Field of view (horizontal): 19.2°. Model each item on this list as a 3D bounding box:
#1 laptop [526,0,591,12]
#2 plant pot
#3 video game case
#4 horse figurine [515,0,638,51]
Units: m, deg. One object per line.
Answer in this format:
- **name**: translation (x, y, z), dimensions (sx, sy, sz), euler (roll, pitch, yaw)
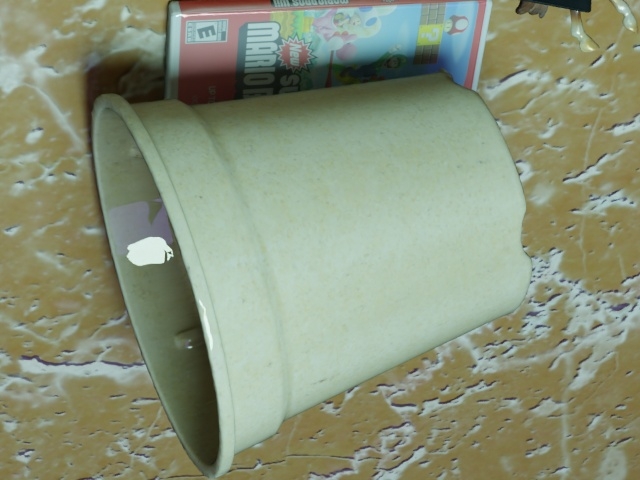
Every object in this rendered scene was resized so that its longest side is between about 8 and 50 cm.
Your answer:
- **laptop**: translation (0.145, -0.339, 1.467), dimensions (0.234, 0.136, 0.264), euler (7, 131, -22)
- **plant pot**: translation (0.000, 0.000, 1.621), dimensions (0.305, 0.334, 0.334), euler (-16, 136, -16)
- **video game case**: translation (0.002, -0.134, 1.704), dimensions (0.285, 0.025, 0.204), euler (-4, 134, -12)
- **horse figurine**: translation (0.277, -0.264, 1.596), dimensions (0.263, 0.066, 0.174), euler (-15, 101, 14)
